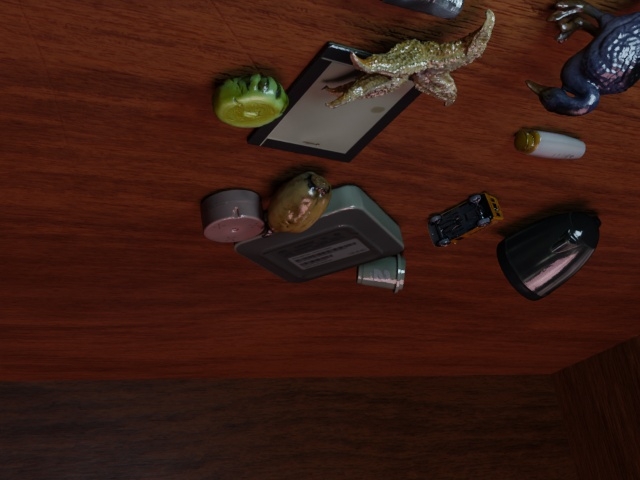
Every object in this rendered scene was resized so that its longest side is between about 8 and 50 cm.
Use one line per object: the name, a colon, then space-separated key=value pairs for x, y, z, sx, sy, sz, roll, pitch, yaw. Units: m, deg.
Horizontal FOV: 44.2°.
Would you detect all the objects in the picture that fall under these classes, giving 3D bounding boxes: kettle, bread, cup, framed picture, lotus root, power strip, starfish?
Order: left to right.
power strip: x=-0.212 y=-0.057 z=1.903 sx=0.154 sy=0.078 sz=0.154 roll=-10 pitch=158 yaw=-4
bread: x=-0.133 y=-0.264 z=1.481 sx=0.139 sy=0.071 sz=0.130 roll=-20 pitch=151 yaw=26
lotus root: x=-0.062 y=-0.078 z=1.850 sx=0.125 sy=0.118 sz=0.221 roll=21 pitch=136 yaw=-33
framed picture: x=0.038 y=-0.267 z=1.602 sx=0.265 sy=0.016 sz=0.347 roll=6 pitch=151 yaw=-30
cup: x=0.178 y=0.091 z=2.337 sx=0.141 sy=0.120 sz=0.120 roll=7 pitch=155 yaw=0
starfish: x=0.138 y=-0.303 z=1.440 sx=0.293 sy=0.084 sz=0.301 roll=-14 pitch=169 yaw=-11
kettle: x=0.683 y=0.027 z=2.249 sx=0.250 sy=0.207 sz=0.271 roll=19 pitch=136 yaw=-35

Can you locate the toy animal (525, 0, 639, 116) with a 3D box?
toy animal: x=0.500 y=-0.343 z=1.386 sx=0.298 sy=0.185 sz=0.122 roll=-29 pitch=150 yaw=1

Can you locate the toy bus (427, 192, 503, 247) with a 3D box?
toy bus: x=0.386 y=-0.049 z=2.113 sx=0.194 sy=0.083 sz=0.088 roll=-29 pitch=158 yaw=34

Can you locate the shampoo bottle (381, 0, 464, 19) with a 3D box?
shampoo bottle: x=0.139 y=-0.410 z=1.267 sx=0.207 sy=0.057 sz=0.063 roll=7 pitch=151 yaw=-32

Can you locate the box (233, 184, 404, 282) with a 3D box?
box: x=0.000 y=0.000 z=2.088 sx=0.367 sy=0.091 sz=0.373 roll=-19 pitch=155 yaw=20

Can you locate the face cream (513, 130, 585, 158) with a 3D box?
face cream: x=0.531 y=-0.220 z=1.824 sx=0.182 sy=0.051 sz=0.072 roll=3 pitch=154 yaw=-27
